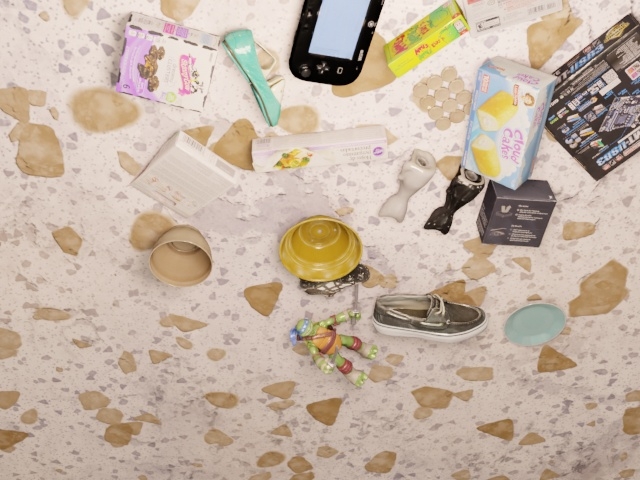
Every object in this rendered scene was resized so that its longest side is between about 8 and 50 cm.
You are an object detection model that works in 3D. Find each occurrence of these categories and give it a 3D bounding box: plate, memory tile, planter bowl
[{"bbox_3d":[0.638,0.245,2.254,0.188,0.024,0.188,-1,131,-1],"label":"plate"},{"bbox_3d":[0.292,-0.329,1.756,0.113,0.012,0.148,-29,127,20],"label":"memory tile"},{"bbox_3d":[-0.359,0.028,1.963,0.162,0.109,0.162,-2,130,-2],"label":"planter bowl"},{"bbox_3d":[0.000,0.000,1.970,0.217,0.090,0.217,-1,131,-1],"label":"planter bowl"}]

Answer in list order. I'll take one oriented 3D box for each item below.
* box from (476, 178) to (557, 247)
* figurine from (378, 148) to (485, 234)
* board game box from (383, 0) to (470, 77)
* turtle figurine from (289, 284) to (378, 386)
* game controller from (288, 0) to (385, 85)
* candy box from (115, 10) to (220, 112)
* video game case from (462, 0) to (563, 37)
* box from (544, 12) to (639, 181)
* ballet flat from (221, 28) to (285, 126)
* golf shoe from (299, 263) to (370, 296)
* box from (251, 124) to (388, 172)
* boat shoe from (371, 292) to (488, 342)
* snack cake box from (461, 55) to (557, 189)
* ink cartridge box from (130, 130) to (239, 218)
[{"bbox_3d":[0.499,-0.072,1.932,0.156,0.093,0.158,3,131,-6],"label":"box"},{"bbox_3d":[0.271,-0.109,1.899,0.214,0.092,0.209,14,132,-13],"label":"figurine"},{"bbox_3d":[0.225,-0.433,1.611,0.181,0.092,0.043,-31,125,22],"label":"board game box"},{"bbox_3d":[0.073,0.302,2.163,0.274,0.198,0.266,-31,129,26],"label":"turtle figurine"},{"bbox_3d":[0.041,-0.473,1.586,0.166,0.067,0.319,10,130,-11],"label":"game controller"},{"bbox_3d":[-0.331,-0.384,1.639,0.196,0.070,0.165,13,128,-12],"label":"candy box"},{"bbox_3d":[0.395,-0.538,1.578,0.201,0.023,0.183,-15,130,11],"label":"video game case"},{"bbox_3d":[0.674,-0.320,1.744,0.293,0.073,0.295,35,121,-28],"label":"box"},{"bbox_3d":[-0.126,-0.360,1.668,0.087,0.083,0.247,-28,129,2],"label":"ballet flat"},{"bbox_3d":[0.042,0.110,2.087,0.198,0.077,0.094,-5,145,7],"label":"golf shoe"},{"bbox_3d":[-0.002,-0.219,1.801,0.324,0.067,0.063,-6,131,1],"label":"box"},{"bbox_3d":[0.314,0.212,2.145,0.335,0.121,0.119,-1,135,1],"label":"boat shoe"},{"bbox_3d":[0.424,-0.266,1.719,0.152,0.089,0.264,30,137,29],"label":"snack cake box"},{"bbox_3d":[-0.336,-0.156,1.861,0.181,0.056,0.224,33,140,-27],"label":"ink cartridge box"}]
